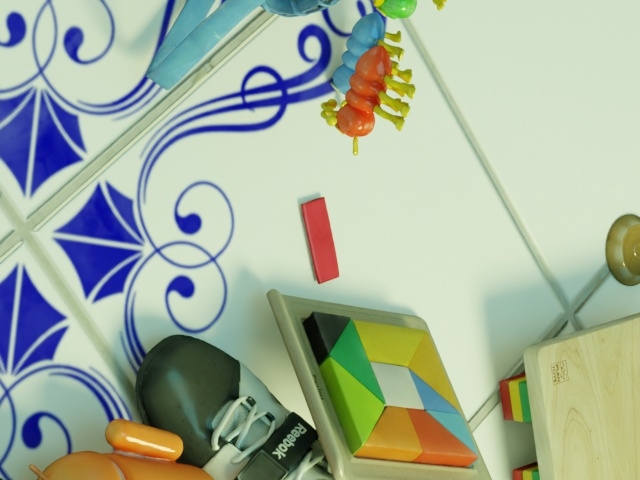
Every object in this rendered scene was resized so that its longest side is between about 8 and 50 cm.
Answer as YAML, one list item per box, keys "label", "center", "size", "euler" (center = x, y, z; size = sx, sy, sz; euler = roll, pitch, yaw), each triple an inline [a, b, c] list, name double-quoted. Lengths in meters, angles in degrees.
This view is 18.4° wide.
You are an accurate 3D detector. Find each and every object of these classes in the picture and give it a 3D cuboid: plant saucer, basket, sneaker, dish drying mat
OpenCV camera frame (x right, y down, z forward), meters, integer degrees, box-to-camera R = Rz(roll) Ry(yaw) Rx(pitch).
- label: "plant saucer"
  center: [0.362, 0.011, 2.271]
  size: [0.083, 0.015, 0.083]
  euler: [1, 89, -39]
- label: "basket"
  center: [-0.047, -0.287, 1.803]
  size: [0.201, 0.255, 0.289]
  euler: [33, 55, -19]
- label: "sneaker"
  center: [-0.036, 0.212, 1.865]
  size: [0.330, 0.146, 0.122]
  euler: [50, 62, -26]
- label: "dish drying mat"
  center: [0.000, 0.000, 1.981]
  size: [0.032, 0.008, 0.083]
  euler: [-19, 100, -39]

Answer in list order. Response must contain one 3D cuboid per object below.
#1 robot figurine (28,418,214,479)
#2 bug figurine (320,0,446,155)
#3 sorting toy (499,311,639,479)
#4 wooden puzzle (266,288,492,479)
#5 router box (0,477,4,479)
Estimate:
- label: "robot figurine"
  center: [-0.171, 0.257, 1.762]
  size: [0.219, 0.128, 0.158]
  euler: [14, 119, -38]
- label: "bug figurine"
  center: [0.059, -0.203, 1.877]
  size: [0.072, 0.279, 0.216]
  euler: [20, 104, -6]
- label: "sorting toy"
  center: [0.314, 0.217, 2.182]
  size: [0.255, 0.089, 0.257]
  euler: [-13, 97, -39]
- label: "wooden puzzle"
  center: [0.067, 0.149, 1.931]
  size: [0.239, 0.044, 0.221]
  euler: [15, 42, -43]
- label: "router box"
  center: [-0.261, 0.291, 1.657]
  size: [0.046, 0.133, 0.178]
  euler: [-22, 119, -37]
